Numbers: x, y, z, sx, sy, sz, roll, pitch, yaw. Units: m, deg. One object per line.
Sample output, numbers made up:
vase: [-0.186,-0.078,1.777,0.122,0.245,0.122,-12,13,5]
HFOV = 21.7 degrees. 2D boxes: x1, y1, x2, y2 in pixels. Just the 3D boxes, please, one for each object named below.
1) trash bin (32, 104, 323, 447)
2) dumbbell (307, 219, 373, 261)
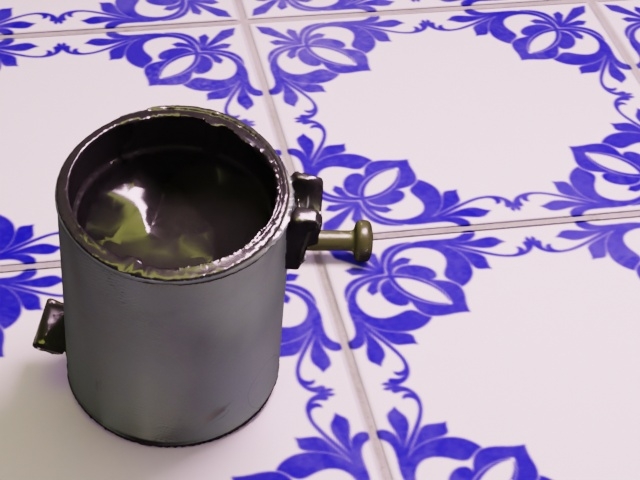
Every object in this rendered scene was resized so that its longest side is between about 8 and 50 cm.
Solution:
trash bin: [-0.141,0.038,1.602,0.277,0.262,0.217,6,48,1]
dumbbell: [0.000,0.000,1.860,0.118,0.052,0.046,0,71,-3]
